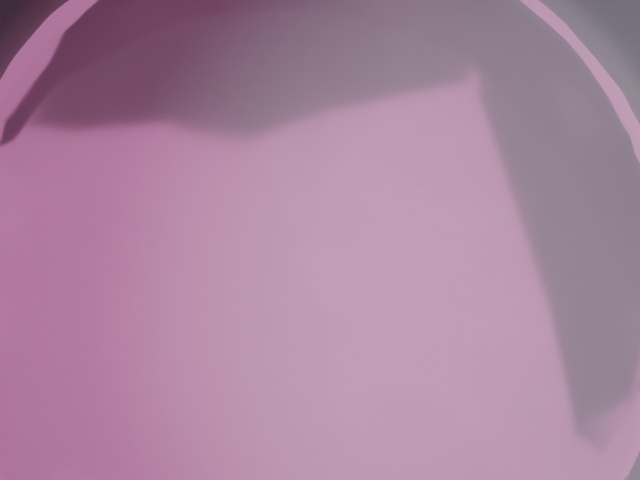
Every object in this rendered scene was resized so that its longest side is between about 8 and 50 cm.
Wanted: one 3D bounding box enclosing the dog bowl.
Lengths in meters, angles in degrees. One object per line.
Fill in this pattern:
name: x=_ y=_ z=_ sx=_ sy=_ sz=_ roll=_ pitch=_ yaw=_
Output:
dog bowl: x=0.000 y=0.000 z=0.550 sx=0.264 sy=0.104 sz=0.265 roll=1 pitch=77 yaw=-4
